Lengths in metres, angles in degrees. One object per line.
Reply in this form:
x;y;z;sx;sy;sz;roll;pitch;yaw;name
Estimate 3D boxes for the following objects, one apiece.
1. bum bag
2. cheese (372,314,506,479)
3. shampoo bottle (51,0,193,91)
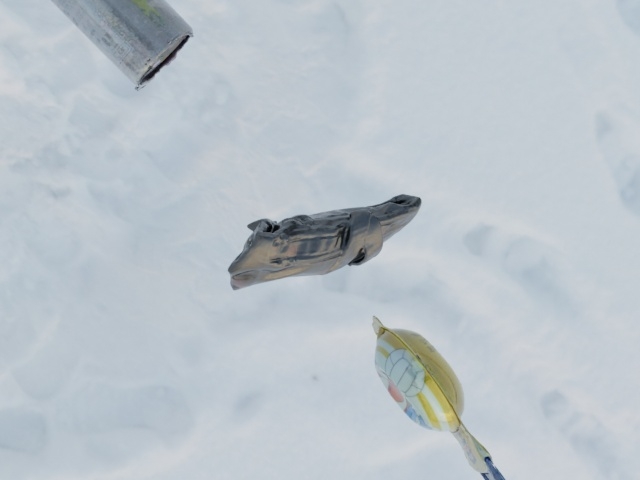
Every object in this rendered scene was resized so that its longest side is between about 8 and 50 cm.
0.001;0.001;0.544;0.124;0.058;0.034;-11;68;-36;bum bag
0.148;0.204;1.247;0.069;0.270;0.177;-36;164;-11;cheese
-0.195;-0.218;0.774;0.214;0.072;0.072;46;79;-7;shampoo bottle
